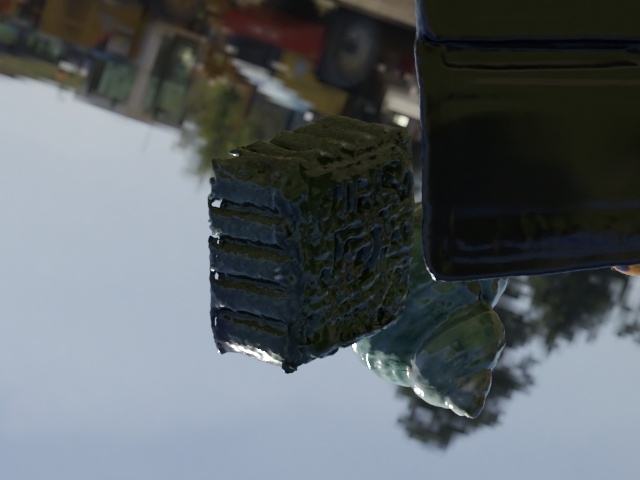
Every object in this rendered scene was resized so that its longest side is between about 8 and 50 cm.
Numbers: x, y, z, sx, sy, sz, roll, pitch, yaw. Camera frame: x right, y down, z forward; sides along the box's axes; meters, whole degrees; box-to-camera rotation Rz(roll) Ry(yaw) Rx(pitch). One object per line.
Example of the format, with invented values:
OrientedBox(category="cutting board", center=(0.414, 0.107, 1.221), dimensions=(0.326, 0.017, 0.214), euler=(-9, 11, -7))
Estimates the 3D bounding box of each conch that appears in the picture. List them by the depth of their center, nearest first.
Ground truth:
OrientedBox(category="conch", center=(0.112, 0.057, 1.751), dimensions=(0.195, 0.220, 0.277), euler=(-11, -128, -13))

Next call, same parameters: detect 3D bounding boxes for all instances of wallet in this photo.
OrientedBox(category="wallet", center=(0.179, -0.135, 1.303), dimensions=(0.247, 0.323, 0.041), euler=(-3, -177, -26))

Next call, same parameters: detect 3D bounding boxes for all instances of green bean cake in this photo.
OrientedBox(category="green bean cake", center=(0.000, 0.000, 1.375), dimensions=(0.094, 0.173, 0.181), euler=(14, -159, 35))

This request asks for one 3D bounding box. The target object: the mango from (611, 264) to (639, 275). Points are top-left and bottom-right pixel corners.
OrientedBox(category="mango", center=(0.317, -0.052, 1.749), dimensions=(0.115, 0.178, 0.090), euler=(-1, -162, 18))
